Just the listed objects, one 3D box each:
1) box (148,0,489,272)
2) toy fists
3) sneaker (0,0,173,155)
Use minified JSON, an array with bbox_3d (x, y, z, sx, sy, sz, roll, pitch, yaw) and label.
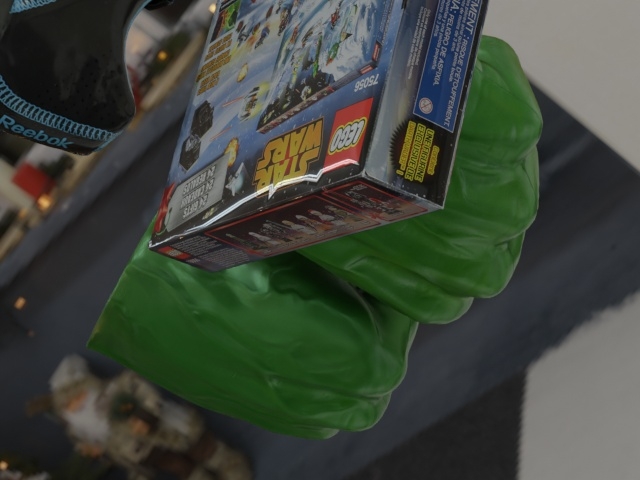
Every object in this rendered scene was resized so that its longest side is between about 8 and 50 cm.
[{"bbox_3d":[-0.002,-0.045,0.410,0.137,0.027,0.094,-15,57,59],"label":"box"},{"bbox_3d":[0.000,0.000,0.626,0.279,0.142,0.096,-54,7,48],"label":"toy fists"},{"bbox_3d":[-0.138,-0.205,0.817,0.125,0.140,0.341,-19,48,52],"label":"sneaker"}]
